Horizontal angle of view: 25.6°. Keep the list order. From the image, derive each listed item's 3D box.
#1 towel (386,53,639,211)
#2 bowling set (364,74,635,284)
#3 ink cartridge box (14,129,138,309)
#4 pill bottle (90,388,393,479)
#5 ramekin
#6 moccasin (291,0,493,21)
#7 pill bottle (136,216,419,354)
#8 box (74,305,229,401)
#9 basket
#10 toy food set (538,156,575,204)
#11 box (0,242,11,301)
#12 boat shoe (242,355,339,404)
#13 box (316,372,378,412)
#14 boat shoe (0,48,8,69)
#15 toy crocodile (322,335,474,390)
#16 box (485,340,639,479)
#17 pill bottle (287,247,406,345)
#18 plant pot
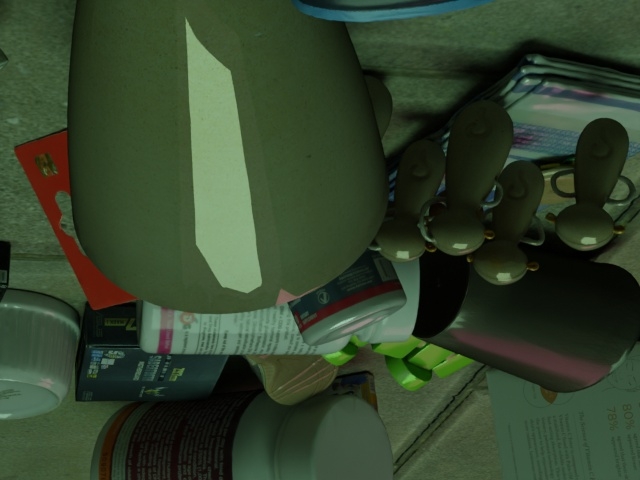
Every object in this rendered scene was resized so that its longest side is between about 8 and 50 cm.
[{"bbox_3d":[0.204,-0.094,1.367,0.209,0.034,0.285,7,156,-27],"label":"towel"},{"bbox_3d":[0.133,-0.019,1.270,0.287,0.154,0.200,10,150,14],"label":"bowling set"},{"bbox_3d":[-0.165,-0.026,1.305,0.232,0.189,0.066,-16,-162,22],"label":"ink cartridge box"},{"bbox_3d":[-0.110,0.321,1.959,0.392,0.224,0.224,-10,157,36],"label":"pill bottle"},{"bbox_3d":[-0.401,0.147,1.734,0.207,0.109,0.207,-2,156,-1],"label":"ramekin"},{"bbox_3d":[0.130,-0.246,0.911,0.342,0.137,0.116,-22,132,-10],"label":"moccasin"},{"bbox_3d":[-0.048,0.040,1.477,0.283,0.160,0.160,1,156,-10],"label":"pill bottle"},{"bbox_3d":[-0.221,0.151,1.825,0.183,0.059,0.232,1,157,-14],"label":"box"},{"bbox_3d":[0.218,0.076,1.615,0.227,0.154,0.204,17,153,-32],"label":"basket"},{"bbox_3d":[0.230,-0.057,1.394,0.083,0.020,0.083,-8,159,7],"label":"toy food set"},{"bbox_3d":[-0.381,0.039,1.562,0.062,0.052,0.083,8,155,-20],"label":"box"},{"bbox_3d":[-0.056,0.116,1.733,0.103,0.092,0.285,-33,149,2],"label":"boat shoe"},{"bbox_3d":[0.016,0.244,2.039,0.136,0.081,0.028,-13,162,19],"label":"box"},{"bbox_3d":[-0.376,-0.127,1.178,0.319,0.116,0.099,-20,109,47],"label":"boat shoe"},{"bbox_3d":[0.086,0.096,1.707,0.115,0.105,0.341,-40,138,26],"label":"toy crocodile"},{"bbox_3d":[0.427,0.258,1.935,0.345,0.215,0.168,-12,166,21],"label":"box"},{"bbox_3d":[0.000,0.000,1.348,0.108,0.180,0.108,-23,169,-5],"label":"pill bottle"},{"bbox_3d":[-0.082,-0.129,1.033,0.257,0.256,0.274,-4,139,2],"label":"plant pot"}]
